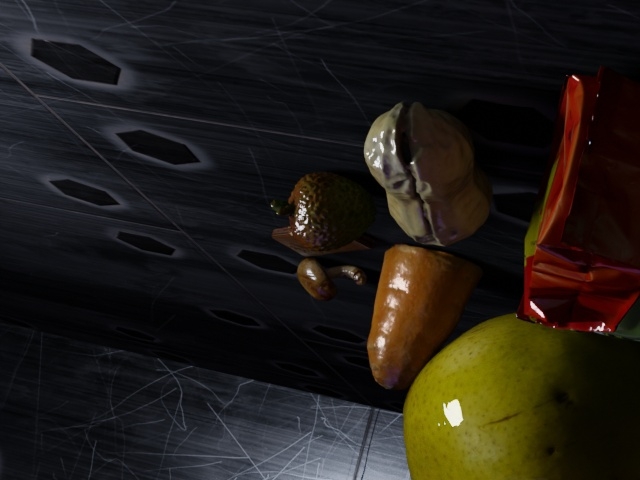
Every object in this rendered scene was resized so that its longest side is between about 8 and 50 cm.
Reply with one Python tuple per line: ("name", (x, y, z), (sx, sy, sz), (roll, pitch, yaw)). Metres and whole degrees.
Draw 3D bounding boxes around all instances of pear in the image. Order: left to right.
("pear", (0.326, 0.276, 1.884), (0.418, 0.362, 0.362), (-10, 156, 20))

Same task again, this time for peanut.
("peanut", (0.126, -0.074, 1.458), (0.130, 0.130, 0.290), (10, 162, 22))

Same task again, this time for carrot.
("carrot", (0.145, 0.128, 1.991), (0.159, 0.225, 0.159), (20, 166, 5))

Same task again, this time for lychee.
("lychee", (0.005, -0.040, 1.730), (0.146, 0.114, 0.114), (2, 170, -18))

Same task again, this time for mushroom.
("mushroom", (0.014, 0.068, 2.186), (0.129, 0.073, 0.088), (5, 136, 30))

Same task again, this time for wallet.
("wallet", (0.000, 0.000, 2.040), (0.095, 0.026, 0.176), (28, 160, -33))

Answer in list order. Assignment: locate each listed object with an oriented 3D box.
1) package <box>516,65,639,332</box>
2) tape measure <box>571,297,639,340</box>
("package", (0.286, -0.023, 1.342), (0.123, 0.196, 0.423), (12, 166, 9))
("tape measure", (0.405, 0.081, 1.757), (0.200, 0.106, 0.175), (11, -176, 4))
